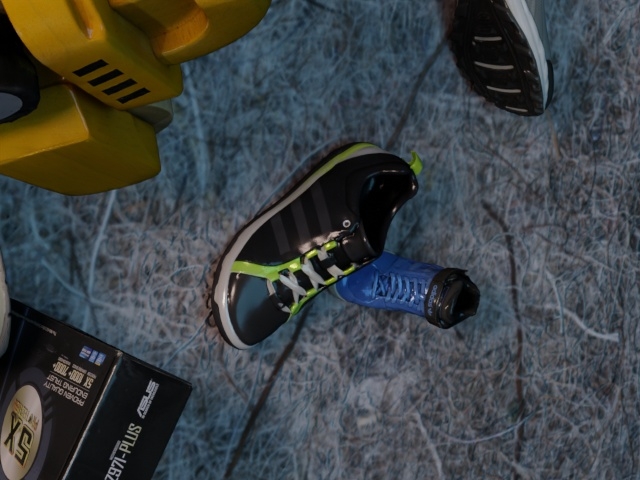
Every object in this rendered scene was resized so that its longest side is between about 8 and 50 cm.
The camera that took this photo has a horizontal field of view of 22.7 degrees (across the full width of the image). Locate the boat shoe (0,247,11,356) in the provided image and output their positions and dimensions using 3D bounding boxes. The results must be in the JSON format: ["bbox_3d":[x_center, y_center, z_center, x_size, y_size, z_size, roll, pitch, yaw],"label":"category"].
[{"bbox_3d":[-0.317,-0.066,1.093,0.130,0.132,0.355,-22,109,-13],"label":"boat shoe"}]

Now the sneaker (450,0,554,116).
[{"bbox_3d":[0.172,-0.237,1.465,0.108,0.100,0.271,-38,124,-33],"label":"sneaker"}]

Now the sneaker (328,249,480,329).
[{"bbox_3d":[0.084,0.044,1.474,0.152,0.084,0.058,12,94,-41],"label":"sneaker"}]

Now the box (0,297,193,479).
[{"bbox_3d":[-0.202,0.138,1.194,0.077,0.180,0.147,30,83,-42],"label":"box"}]

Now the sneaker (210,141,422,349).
[{"bbox_3d":[0.000,0.000,1.382,0.235,0.097,0.084,-51,128,-17],"label":"sneaker"}]

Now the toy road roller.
[{"bbox_3d":[-0.138,-0.168,1.038,0.329,0.240,0.202,30,48,-74],"label":"toy road roller"}]
